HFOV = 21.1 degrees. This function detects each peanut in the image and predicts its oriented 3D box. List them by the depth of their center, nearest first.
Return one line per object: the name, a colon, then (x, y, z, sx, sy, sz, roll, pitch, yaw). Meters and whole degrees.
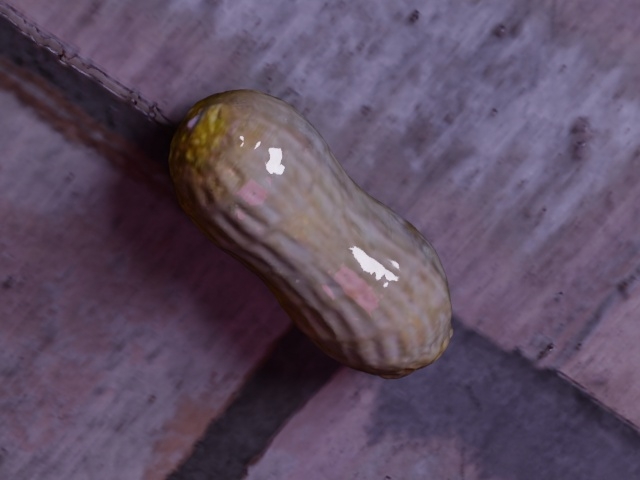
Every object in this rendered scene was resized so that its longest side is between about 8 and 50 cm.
peanut: (0.000, 0.000, 0.926, 0.087, 0.087, 0.207, -39, 118, 10)
